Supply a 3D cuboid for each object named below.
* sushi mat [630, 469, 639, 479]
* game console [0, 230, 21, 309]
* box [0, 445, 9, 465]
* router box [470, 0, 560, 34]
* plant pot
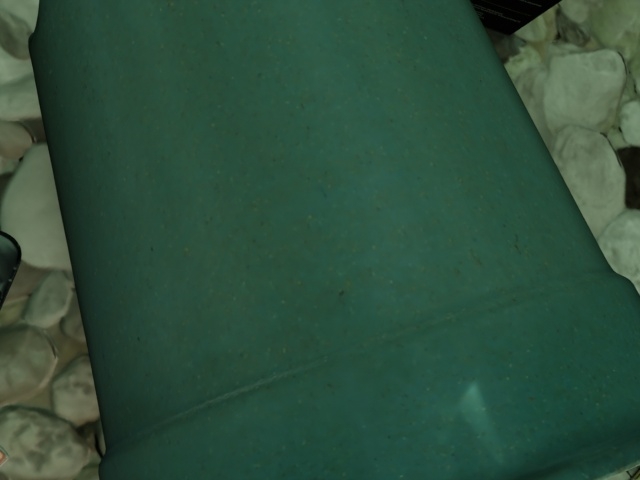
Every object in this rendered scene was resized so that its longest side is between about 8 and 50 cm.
[{"bbox_3d":[0.381,0.165,0.861,0.316,0.019,0.151,-43,97,-23],"label":"sushi mat"},{"bbox_3d":[-0.226,0.047,0.488,0.124,0.085,0.144,23,91,-15],"label":"game console"},{"bbox_3d":[-0.282,0.107,0.571,0.170,0.091,0.130,46,67,-7],"label":"box"},{"bbox_3d":[0.104,-0.221,0.767,0.179,0.133,0.046,15,75,-19],"label":"router box"},{"bbox_3d":[0.000,0.000,0.594,0.341,0.341,0.334,-13,76,-23],"label":"plant pot"}]
